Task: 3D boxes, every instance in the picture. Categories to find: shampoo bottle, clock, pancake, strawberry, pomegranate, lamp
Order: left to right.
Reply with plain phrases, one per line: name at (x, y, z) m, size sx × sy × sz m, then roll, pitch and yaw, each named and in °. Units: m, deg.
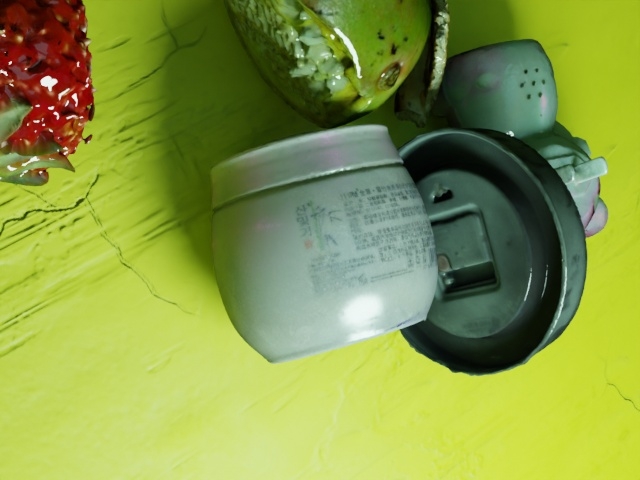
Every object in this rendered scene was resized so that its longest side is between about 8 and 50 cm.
strawberry at (-0.362, -0.237, 1.157) m, size 0.292 × 0.292 × 0.343 m, roll 22°, pitch 65°, yaw -24°
pomegranate at (-0.001, -0.324, 1.298) m, size 0.216 × 0.310 × 0.358 m, roll -32°, pitch 65°, yaw -10°
shampoo bottle at (0.000, 0.000, 1.301) m, size 0.273 × 0.273 × 0.266 m, roll -12°, pitch 85°, yaw -25°
pancake at (0.140, -0.285, 1.402) m, size 0.057 × 0.244 × 0.266 m, roll 7°, pitch 92°, yaw 1°
clock at (0.195, 0.013, 1.368) m, size 0.067 × 0.325 × 0.325 m, roll -15°, pitch 96°, yaw -43°
lamp at (0.286, -0.126, 1.462) m, size 0.247 × 0.247 × 0.301 m, roll -12°, pitch 86°, yaw -28°
